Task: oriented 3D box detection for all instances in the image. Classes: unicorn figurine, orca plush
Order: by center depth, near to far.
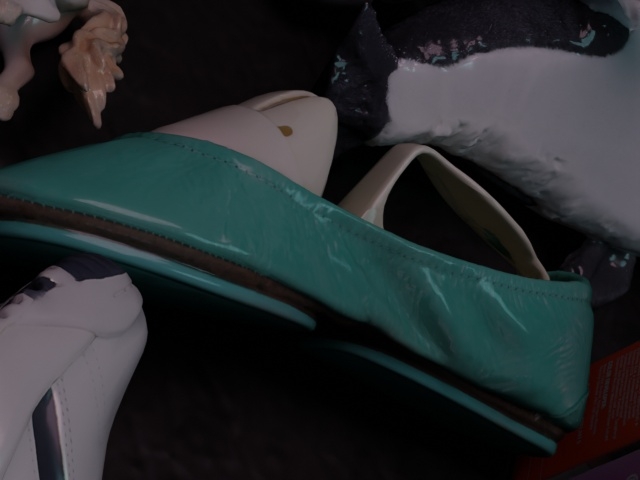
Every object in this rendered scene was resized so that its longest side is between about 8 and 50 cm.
[{"bbox_3d":[-0.125,-0.109,0.455,0.162,0.060,0.111,52,32,-22],"label":"unicorn figurine"},{"bbox_3d":[0.084,-0.051,0.595,0.287,0.102,0.151,-11,116,-34],"label":"orca plush"}]

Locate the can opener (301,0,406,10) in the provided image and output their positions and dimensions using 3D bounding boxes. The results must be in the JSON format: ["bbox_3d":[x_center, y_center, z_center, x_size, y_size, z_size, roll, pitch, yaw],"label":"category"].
[{"bbox_3d":[-0.003,-0.233,0.595,0.095,0.076,0.283,-8,76,-29],"label":"can opener"}]

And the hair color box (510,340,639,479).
[{"bbox_3d":[0.159,0.070,0.497,0.093,0.167,0.053,35,47,-18],"label":"hair color box"}]

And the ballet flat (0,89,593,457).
[{"bbox_3d":[0.000,0.000,0.462,0.247,0.083,0.087,24,74,-34],"label":"ballet flat"}]

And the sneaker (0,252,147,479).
[{"bbox_3d":[-0.067,0.126,0.326,0.153,0.094,0.235,40,45,-16],"label":"sneaker"}]

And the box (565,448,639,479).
[{"bbox_3d":[0.133,0.158,0.366,0.117,0.243,0.213,35,47,-18],"label":"box"}]
